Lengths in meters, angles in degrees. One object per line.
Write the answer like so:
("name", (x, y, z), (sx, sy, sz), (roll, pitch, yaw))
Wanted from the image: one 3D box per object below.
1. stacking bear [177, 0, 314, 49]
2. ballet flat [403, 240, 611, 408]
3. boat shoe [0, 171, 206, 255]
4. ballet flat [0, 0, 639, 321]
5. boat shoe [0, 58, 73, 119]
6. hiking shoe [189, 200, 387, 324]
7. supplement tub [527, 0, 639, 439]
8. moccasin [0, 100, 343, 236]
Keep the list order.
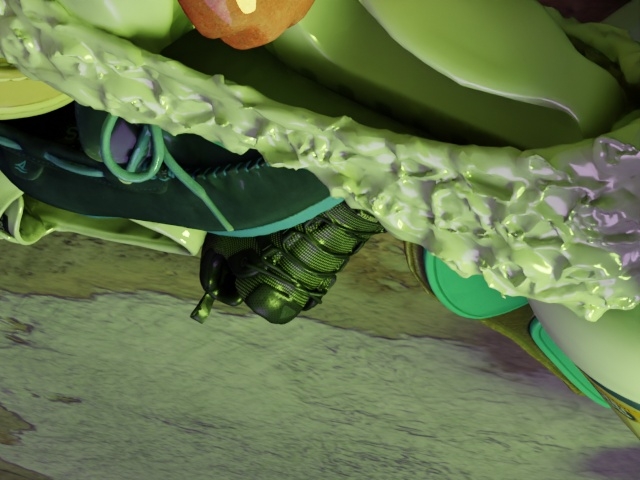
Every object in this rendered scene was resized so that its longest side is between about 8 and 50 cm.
("stacking bear", (0.087, -0.171, 0.602), (0.289, 0.175, 0.164), (1, 125, 40))
("ballet flat", (0.126, -0.006, 1.104), (0.116, 0.124, 0.342), (-30, 147, 18))
("boat shoe", (-0.196, -0.039, 1.249), (0.267, 0.088, 0.096), (9, 160, 8))
("ballet flat", (-0.012, -0.107, 0.815), (0.409, 0.147, 0.147), (25, 163, 16))
("boat shoe", (-0.265, -0.155, 0.934), (0.341, 0.121, 0.110), (18, 160, -11))
("hiking shoe", (0.000, 0.000, 1.199), (0.086, 0.114, 0.227), (24, 157, -30))
("supplement tub", (0.247, 0.026, 0.957), (0.228, 0.228, 0.316), (2, 157, 28))
("moccasin", (-0.094, -0.067, 1.047), (0.342, 0.137, 0.117), (-10, 148, 45))
